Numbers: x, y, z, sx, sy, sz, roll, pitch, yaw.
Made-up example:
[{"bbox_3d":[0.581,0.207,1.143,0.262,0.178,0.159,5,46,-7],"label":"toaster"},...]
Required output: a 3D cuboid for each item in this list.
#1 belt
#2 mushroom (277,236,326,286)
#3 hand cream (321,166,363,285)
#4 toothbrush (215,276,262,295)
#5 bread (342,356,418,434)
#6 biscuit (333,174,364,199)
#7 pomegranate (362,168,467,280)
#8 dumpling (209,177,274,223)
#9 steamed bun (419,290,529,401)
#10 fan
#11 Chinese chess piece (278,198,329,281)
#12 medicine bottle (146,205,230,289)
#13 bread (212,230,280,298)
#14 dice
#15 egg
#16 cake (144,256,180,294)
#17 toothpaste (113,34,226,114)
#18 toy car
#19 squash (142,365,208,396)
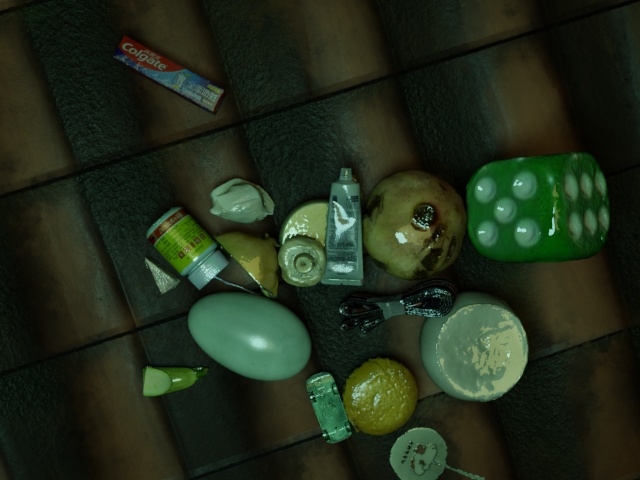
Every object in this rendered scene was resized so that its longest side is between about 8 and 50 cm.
[{"bbox_3d":[0.222,0.189,1.547,0.359,0.094,0.126,-18,93,24],"label":"belt"},{"bbox_3d":[-0.050,0.059,1.478,0.147,0.112,0.148,-2,102,-7],"label":"mushroom"},{"bbox_3d":[0.068,-0.038,1.509,0.124,0.078,0.341,2,101,1],"label":"hand cream"},{"bbox_3d":[-0.269,0.137,1.614,0.193,0.013,0.019,19,98,-5],"label":"toothbrush"},{"bbox_3d":[0.179,0.466,1.603,0.239,0.139,0.240,0,94,-4],"label":"bread"},{"bbox_3d":[0.086,-0.152,1.622,0.081,0.018,0.083,-23,95,-3],"label":"biscuit"},{"bbox_3d":[0.266,-0.045,1.517,0.321,0.322,0.323,0,93,-4],"label":"pomegranate"},{"bbox_3d":[-0.235,-0.119,1.558,0.199,0.118,0.136,-6,78,-31],"label":"dumpling"},{"bbox_3d":[0.452,0.312,1.580,0.324,0.206,0.325,0,87,-1],"label":"steamed bun"},{"bbox_3d":[0.382,0.719,1.698,0.328,0.009,0.191,23,91,-5],"label":"fan"},{"bbox_3d":[0.000,0.000,1.583,0.250,0.101,0.251,0,93,-4],"label":"Chinese chess piece"},{"bbox_3d":[-0.383,0.022,1.536,0.139,0.139,0.225,-42,95,-1],"label":"medicine bottle"},{"bbox_3d":[-0.180,0.044,1.541,0.133,0.174,0.252,-43,88,-8],"label":"bread"},{"bbox_3d":[0.608,-0.091,1.484,0.297,0.300,0.287,-7,95,-35],"label":"dice"},{"bbox_3d":[-0.203,0.269,1.520,0.370,0.230,0.230,23,91,1],"label":"egg"},{"bbox_3d":[-0.476,0.094,1.580,0.065,0.052,0.121,-28,94,3],"label":"cake"},{"bbox_3d":[-0.436,-0.479,1.542,0.320,0.066,0.076,27,91,-6],"label":"toothpaste"},{"bbox_3d":[0.025,0.512,1.627,0.090,0.076,0.224,-19,102,-4],"label":"toy car"},{"bbox_3d":[-0.438,0.414,1.587,0.200,0.075,0.090,-7,68,-5],"label":"squash"}]
